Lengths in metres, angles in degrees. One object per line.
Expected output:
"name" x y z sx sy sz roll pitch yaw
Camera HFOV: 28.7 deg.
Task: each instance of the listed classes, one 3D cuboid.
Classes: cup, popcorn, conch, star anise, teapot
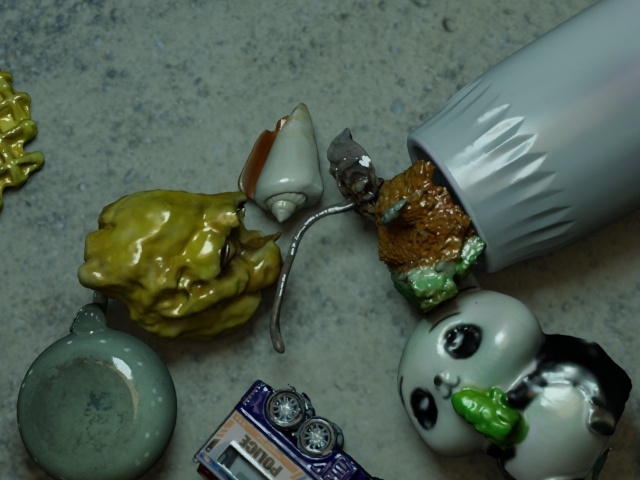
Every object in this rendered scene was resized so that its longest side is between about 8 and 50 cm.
"cup" 0.312 -0.137 1.541 0.372 0.253 0.253 -29 76 -5
"popcorn" -0.168 0.032 1.537 0.254 0.191 0.190 -3 89 -9
"conch" -0.050 -0.101 1.619 0.094 0.104 0.176 7 67 -34
"star anise" 0.000 0.000 1.572 0.227 0.148 0.218 -30 65 2
"teapot" -0.266 0.204 1.515 0.193 0.129 0.294 -8 86 7

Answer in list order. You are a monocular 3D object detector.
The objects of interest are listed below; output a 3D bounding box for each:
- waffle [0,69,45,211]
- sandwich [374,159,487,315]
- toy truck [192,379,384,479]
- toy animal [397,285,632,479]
"waffle" -0.471 -0.110 1.644 0.229 0.057 0.219 -27 77 -7
"sandwich" 0.113 -0.001 1.492 0.109 0.185 0.160 -36 95 -8
"toy truck" -0.008 0.299 1.495 0.268 0.124 0.155 41 86 13
"toy animal" 0.222 0.180 1.479 0.267 0.212 0.212 25 77 4
